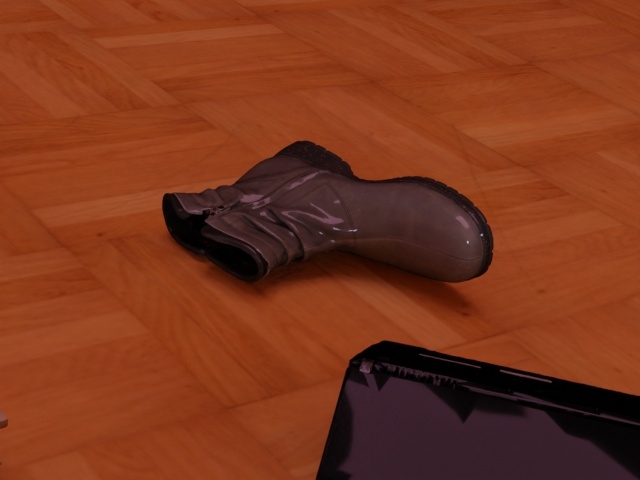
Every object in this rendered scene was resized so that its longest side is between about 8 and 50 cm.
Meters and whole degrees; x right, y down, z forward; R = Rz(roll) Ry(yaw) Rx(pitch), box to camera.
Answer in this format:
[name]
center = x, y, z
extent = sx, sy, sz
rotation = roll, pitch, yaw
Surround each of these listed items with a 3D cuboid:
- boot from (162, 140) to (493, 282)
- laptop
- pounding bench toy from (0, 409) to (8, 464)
[boot]
center = 0.000, 0.000, 1.036
extent = 0.246, 0.083, 0.161
rotation = 22, 36, 37
[laptop]
center = 0.121, 0.157, 0.806
extent = 0.234, 0.136, 0.264
rotation = 12, 1, 7
[pounding bench toy]
center = -0.224, 0.119, 0.724
extent = 0.083, 0.065, 0.052
rotation = -14, 34, -37
